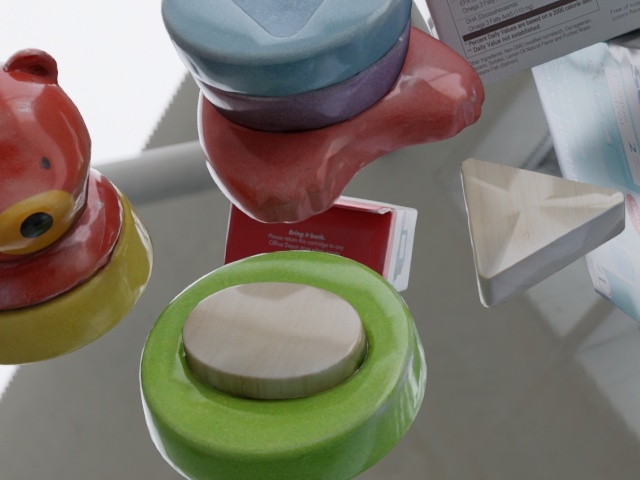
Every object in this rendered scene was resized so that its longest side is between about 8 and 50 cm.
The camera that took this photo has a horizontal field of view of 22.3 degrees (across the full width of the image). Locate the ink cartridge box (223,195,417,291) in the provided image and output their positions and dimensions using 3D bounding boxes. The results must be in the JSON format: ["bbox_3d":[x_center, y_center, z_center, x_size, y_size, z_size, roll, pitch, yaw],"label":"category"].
[{"bbox_3d":[0.000,0.000,1.359,0.134,0.231,0.078,9,-88,10],"label":"ink cartridge box"}]

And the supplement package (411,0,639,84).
[{"bbox_3d":[0.120,-0.256,0.989,0.199,0.198,0.263,-100,169,-77],"label":"supplement package"}]

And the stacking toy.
[{"bbox_3d":[-0.032,-0.043,0.773,0.279,0.309,0.130,33,-30,37],"label":"stacking toy"}]

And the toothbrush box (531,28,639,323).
[{"bbox_3d":[0.247,-0.050,1.041,0.295,0.126,0.216,-128,-160,-75],"label":"toothbrush box"}]
